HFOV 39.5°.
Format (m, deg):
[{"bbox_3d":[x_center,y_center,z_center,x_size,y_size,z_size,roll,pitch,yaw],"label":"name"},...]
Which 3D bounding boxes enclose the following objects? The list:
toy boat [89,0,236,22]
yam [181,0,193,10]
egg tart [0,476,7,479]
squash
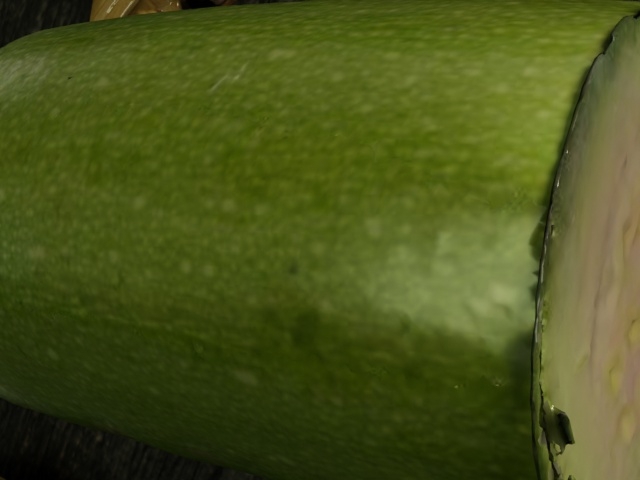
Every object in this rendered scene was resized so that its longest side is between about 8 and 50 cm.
[{"bbox_3d":[-0.070,-0.202,0.612,0.206,0.064,0.072,-38,68,4],"label":"toy boat"},{"bbox_3d":[-0.155,-0.220,0.687,0.057,0.057,0.241,-38,76,26],"label":"yam"},{"bbox_3d":[-0.276,0.331,0.757,0.294,0.123,0.294,1,92,25],"label":"egg tart"},{"bbox_3d":[0.000,0.000,0.483,0.384,0.263,0.263,6,97,34],"label":"squash"}]
